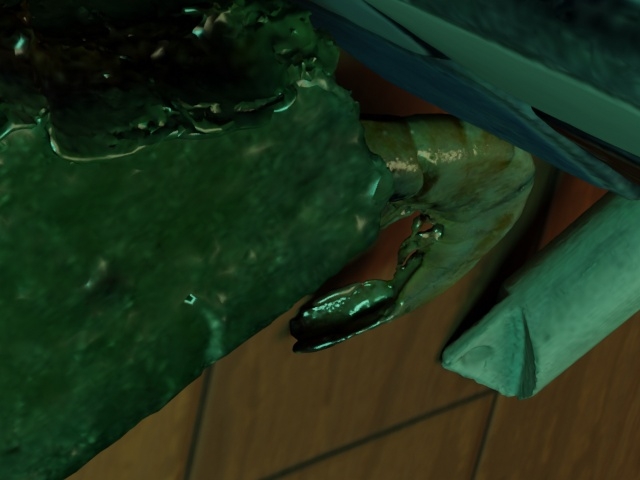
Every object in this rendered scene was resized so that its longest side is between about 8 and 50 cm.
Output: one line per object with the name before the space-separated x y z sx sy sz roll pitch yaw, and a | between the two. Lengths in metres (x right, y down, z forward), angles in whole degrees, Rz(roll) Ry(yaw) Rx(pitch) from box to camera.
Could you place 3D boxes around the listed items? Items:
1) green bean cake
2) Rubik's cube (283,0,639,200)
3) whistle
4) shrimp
green bean cake | -0.097 -0.027 0.557 0.208 0.107 0.193 -34 139 -5
Rubik's cube | 0.130 -0.185 0.581 0.316 0.313 0.318 24 95 -55
whistle | 0.187 -0.020 0.908 0.312 0.062 0.062 -43 152 25
shrimp | -0.001 -0.003 0.782 0.195 0.035 0.148 4 139 -29
